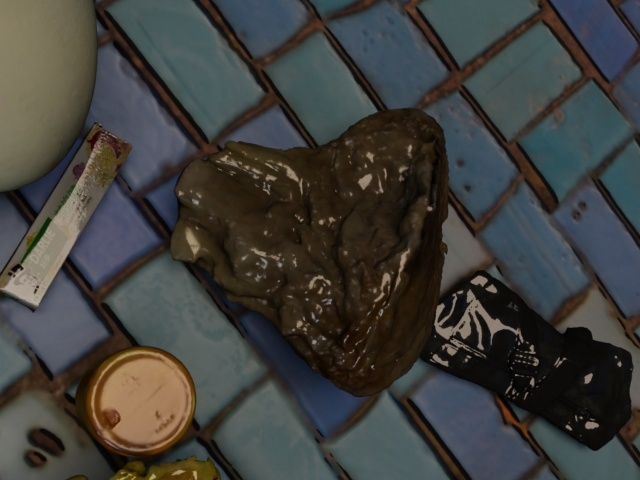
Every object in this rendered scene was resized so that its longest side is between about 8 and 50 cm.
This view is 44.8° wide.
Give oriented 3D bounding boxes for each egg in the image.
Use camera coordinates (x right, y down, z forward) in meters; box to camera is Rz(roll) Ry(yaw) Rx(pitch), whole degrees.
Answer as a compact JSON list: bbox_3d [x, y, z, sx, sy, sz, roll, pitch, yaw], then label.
[{"bbox_3d":[-0.347,-0.206,0.699,0.283,0.283,0.345,-28,102,-22],"label":"egg"}]

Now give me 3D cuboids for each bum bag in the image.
[{"bbox_3d":[0.267,0.148,0.975,0.310,0.074,0.137,29,82,-13],"label":"bum bag"}]

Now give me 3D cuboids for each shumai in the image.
[{"bbox_3d":[-0.003,0.000,0.882,0.283,0.217,0.346,4,65,12],"label":"shumai"}]

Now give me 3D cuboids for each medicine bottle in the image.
[{"bbox_3d":[-0.182,0.153,0.742,0.096,0.192,0.096,4,77,-19],"label":"medicine bottle"}]

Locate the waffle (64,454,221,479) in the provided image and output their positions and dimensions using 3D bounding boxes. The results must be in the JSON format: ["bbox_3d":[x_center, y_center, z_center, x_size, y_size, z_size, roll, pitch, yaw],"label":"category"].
[{"bbox_3d":[-0.187,0.330,0.703,0.302,0.068,0.325,-18,126,-17],"label":"waffle"}]

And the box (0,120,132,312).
[{"bbox_3d":[-0.271,-0.027,0.824,0.050,0.041,0.207,31,72,-16],"label":"box"}]
